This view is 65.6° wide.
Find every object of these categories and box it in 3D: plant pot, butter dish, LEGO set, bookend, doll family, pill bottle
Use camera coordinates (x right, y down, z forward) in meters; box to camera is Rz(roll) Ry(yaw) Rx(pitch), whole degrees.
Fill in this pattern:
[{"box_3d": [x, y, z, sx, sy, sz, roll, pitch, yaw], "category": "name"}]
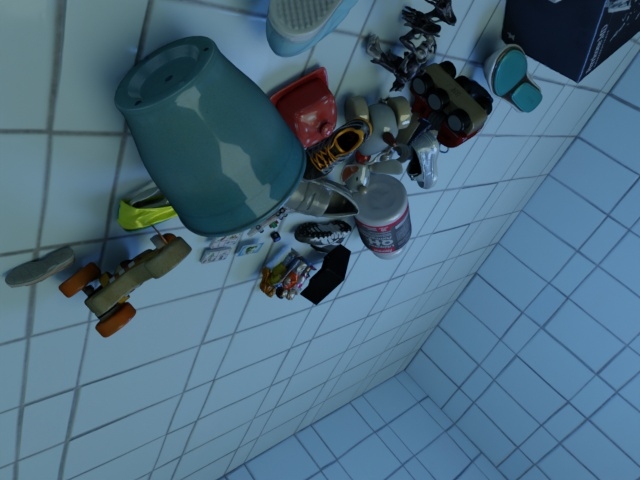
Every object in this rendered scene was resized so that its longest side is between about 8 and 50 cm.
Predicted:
[{"box_3d": [-0.197, -0.187, 0.850, 0.272, 0.272, 0.255, -41, 138, -8], "category": "plant pot"}, {"box_3d": [-0.017, -0.271, 1.102, 0.160, 0.118, 0.159, -35, 151, -18], "category": "butter dish"}, {"box_3d": [-0.187, -0.027, 1.304, 0.244, 0.060, 0.182, -12, 150, -44], "category": "LEGO set"}, {"box_3d": [0.018, 0.106, 1.653, 0.156, 0.072, 0.157, -46, -165, 35], "category": "bookend"}, {"box_3d": [-0.112, 0.108, 1.517, 0.163, 0.118, 0.263, -50, 170, -3], "category": "doll family"}, {"box_3d": [0.204, -0.060, 1.610, 0.176, 0.176, 0.318, -41, 151, -8], "category": "pill bottle"}]

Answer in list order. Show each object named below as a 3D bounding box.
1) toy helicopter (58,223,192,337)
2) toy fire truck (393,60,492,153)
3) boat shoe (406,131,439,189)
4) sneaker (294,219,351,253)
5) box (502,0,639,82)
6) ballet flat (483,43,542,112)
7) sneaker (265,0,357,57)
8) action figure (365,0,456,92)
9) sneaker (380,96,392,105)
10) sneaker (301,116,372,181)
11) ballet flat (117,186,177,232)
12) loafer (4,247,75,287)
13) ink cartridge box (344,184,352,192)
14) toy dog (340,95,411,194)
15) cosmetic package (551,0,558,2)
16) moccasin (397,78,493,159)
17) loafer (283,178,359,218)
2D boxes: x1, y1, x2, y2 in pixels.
[{"box_3d": [-0.338, 0.052, 0.972, 0.355, 0.140, 0.235, -19, -159, 48], "category": "toy helicopter"}, {"box_3d": [0.314, -0.330, 1.381, 0.159, 0.217, 0.246, -33, 164, -22], "category": "toy fire truck"}, {"box_3d": [0.274, -0.209, 1.378, 0.081, 0.079, 0.227, -27, 152, -6], "category": "boat shoe"}, {"box_3d": [0.000, 0.000, 1.526, 0.234, 0.078, 0.106, -9, 134, -50], "category": "sneaker"}, {"box_3d": [0.764, -0.774, 1.285, 0.472, 0.297, 0.480, -38, 151, -8], "category": "box"}, {"box_3d": [0.583, -0.515, 1.560, 0.400, 0.139, 0.139, 13, 118, -53], "category": "ballet flat"}, {"box_3d": [0.022, -0.480, 0.911, 0.366, 0.135, 0.150, -46, -171, -15], "category": "sneaker"}, {"box_3d": [0.201, -0.453, 1.137, 0.164, 0.141, 0.275, -47, 179, -13], "category": "action figure"}, {"box_3d": [0.194, -0.368, 1.340, 0.083, 0.032, 0.037, -20, 142, -40], "category": "sneaker"}, {"box_3d": [0.025, -0.211, 1.170, 0.215, 0.084, 0.083, -38, -167, 20], "category": "sneaker"}, {"box_3d": [-0.306, -0.083, 1.029, 0.231, 0.077, 0.077, -21, 127, -34], "category": "ballet flat"}, {"box_3d": [-0.530, 0.059, 0.949, 0.125, 0.045, 0.039, -31, 156, -28], "category": "loafer"}, {"box_3d": [0.040, -0.126, 1.463, 0.115, 0.029, 0.062, -13, 139, -43], "category": "ink cartridge box"}, {"box_3d": [0.146, -0.227, 1.302, 0.220, 0.160, 0.333, -19, 147, 3], "category": "toy dog"}, {"box_3d": [0.466, -0.639, 1.121, 0.060, 0.239, 0.098, -32, 150, -21], "category": "cosmetic package"}, {"box_3d": [0.381, -0.362, 1.503, 0.342, 0.117, 0.137, -43, 152, -4], "category": "moccasin"}, {"box_3d": [-0.022, -0.118, 1.284, 0.320, 0.111, 0.112, 3, 119, -44], "category": "loafer"}]
